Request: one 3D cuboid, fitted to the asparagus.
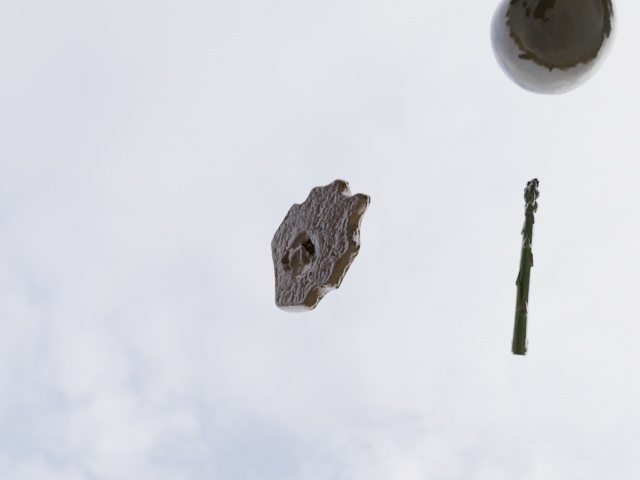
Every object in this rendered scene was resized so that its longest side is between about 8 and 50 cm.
[{"bbox_3d":[0.261,0.026,0.859,0.024,0.025,0.249,19,-113,-17],"label":"asparagus"}]

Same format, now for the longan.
[{"bbox_3d":[0.314,-0.304,0.937,0.159,0.185,0.205,-13,-117,-18],"label":"longan"}]

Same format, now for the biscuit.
[{"bbox_3d":[0.002,0.001,0.971,0.215,0.034,0.182,-41,-137,37],"label":"biscuit"}]
